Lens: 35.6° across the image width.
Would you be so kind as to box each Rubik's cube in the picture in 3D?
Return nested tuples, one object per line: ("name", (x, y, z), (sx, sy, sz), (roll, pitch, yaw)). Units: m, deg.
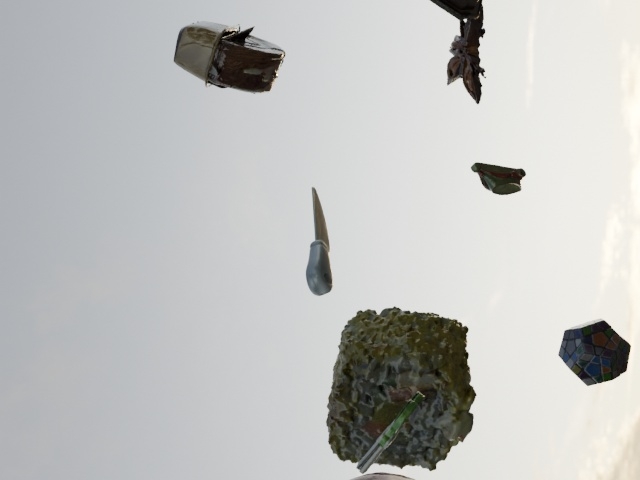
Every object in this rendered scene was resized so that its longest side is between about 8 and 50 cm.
("Rubik's cube", (0.428, 0.173, 1.554), (0.093, 0.111, 0.111), (14, -103, -21))

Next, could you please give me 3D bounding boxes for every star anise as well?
("star anise", (0.301, -0.388, 2.092), (0.053, 0.157, 0.212), (-9, -86, -23))

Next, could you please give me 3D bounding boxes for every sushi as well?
("sushi", (0.200, 0.359, 2.419), (0.240, 0.351, 0.396), (-77, -3, -54))

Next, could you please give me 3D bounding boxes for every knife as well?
("knife", (0.001, 0.002, 2.226), (0.080, 0.044, 0.331), (51, -156, -33))

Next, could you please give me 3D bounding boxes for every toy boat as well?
("toy boat", (0.464, -0.159, 2.542), (0.185, 0.089, 0.071), (4, -123, -36))

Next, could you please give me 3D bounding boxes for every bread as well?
("bread", (-0.183, -0.386, 2.062), (0.224, 0.212, 0.142), (-68, -5, -72))

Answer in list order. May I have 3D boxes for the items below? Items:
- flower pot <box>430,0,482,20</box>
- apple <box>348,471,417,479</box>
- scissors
("flower pot", (0.274, -0.562, 1.956), (0.179, 0.084, 0.251), (30, -129, -16))
("apple", (0.081, 0.508, 1.560), (0.309, 0.250, 0.277), (-24, -85, -23))
("scissors", (0.131, 0.379, 1.930), (0.204, 0.027, 0.101), (-55, -14, 22))
